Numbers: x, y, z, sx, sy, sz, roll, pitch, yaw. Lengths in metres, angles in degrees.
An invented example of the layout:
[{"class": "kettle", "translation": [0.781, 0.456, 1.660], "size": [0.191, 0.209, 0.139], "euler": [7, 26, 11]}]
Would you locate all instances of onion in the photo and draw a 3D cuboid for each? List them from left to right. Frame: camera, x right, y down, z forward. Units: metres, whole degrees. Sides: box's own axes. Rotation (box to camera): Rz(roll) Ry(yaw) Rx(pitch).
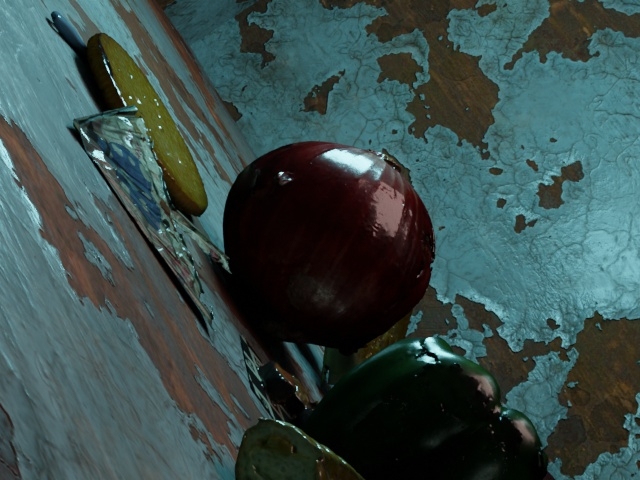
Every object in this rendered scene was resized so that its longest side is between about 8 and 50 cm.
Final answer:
[{"class": "onion", "translation": [0.006, -0.005, 1.871], "size": [0.341, 0.341, 0.341], "euler": [57, 3, -5]}]

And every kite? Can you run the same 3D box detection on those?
[{"class": "kite", "translation": [-0.201, -0.045, 1.539], "size": [0.368, 0.014, 0.406], "euler": [47, 15, -51]}]

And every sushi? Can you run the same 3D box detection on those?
[{"class": "sushi", "translation": [-0.007, 0.241, 1.617], "size": [0.279, 0.043, 0.192], "euler": [56, 3, -18]}]

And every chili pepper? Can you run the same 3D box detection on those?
[{"class": "chili pepper", "translation": [0.106, 0.247, 1.408], "size": [0.233, 0.256, 0.248], "euler": [53, -1, 31]}]

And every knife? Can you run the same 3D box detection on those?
[{"class": "knife", "translation": [-0.339, -0.272, 1.865], "size": [0.044, 0.019, 0.313], "euler": [56, 0, 20]}]

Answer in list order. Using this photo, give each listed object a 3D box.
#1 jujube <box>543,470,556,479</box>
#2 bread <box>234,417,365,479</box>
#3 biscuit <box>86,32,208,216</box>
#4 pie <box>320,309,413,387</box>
[{"class": "jujube", "translation": [0.172, 0.321, 1.752], "size": [0.377, 0.258, 0.258], "euler": [57, 3, 25]}, {"class": "bread", "translation": [-0.003, 0.244, 1.189], "size": [0.098, 0.087, 0.269], "euler": [36, -8, 26]}, {"class": "biscuit", "translation": [-0.253, -0.165, 1.823], "size": [0.305, 0.038, 0.305], "euler": [59, 6, -10]}, {"class": "pie", "translation": [0.097, 0.167, 2.223], "size": [0.078, 0.296, 0.371], "euler": [13, -17, 20]}]
